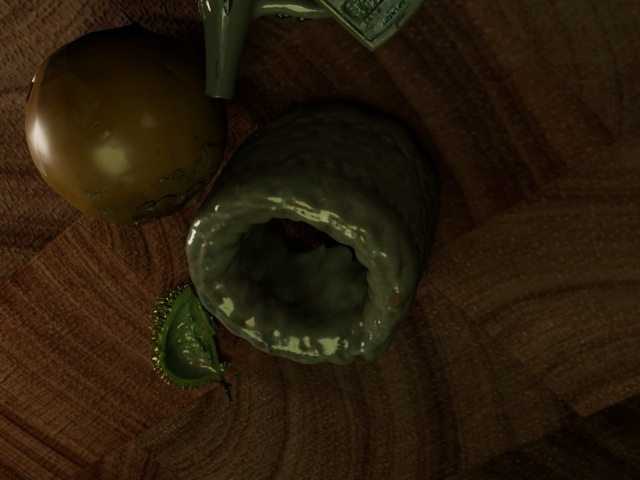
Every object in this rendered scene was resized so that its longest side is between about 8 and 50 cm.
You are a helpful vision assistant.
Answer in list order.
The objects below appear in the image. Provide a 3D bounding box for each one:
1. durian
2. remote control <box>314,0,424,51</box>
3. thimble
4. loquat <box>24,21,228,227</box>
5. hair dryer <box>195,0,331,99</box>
[{"bbox_3d":[-0.190,0.153,1.714,0.100,0.086,0.215,-10,126,10],"label":"durian"},{"bbox_3d":[0.004,-0.302,1.237,0.233,0.038,0.098,39,107,-18],"label":"remote control"},{"bbox_3d":[0.000,0.000,1.422,0.291,0.195,0.292,11,133,12],"label":"thimble"},{"bbox_3d":[-0.216,-0.129,1.360,0.235,0.235,0.235,10,133,11],"label":"loquat"},{"bbox_3d":[-0.044,-0.216,1.295,0.199,0.067,0.167,19,95,-5],"label":"hair dryer"}]
